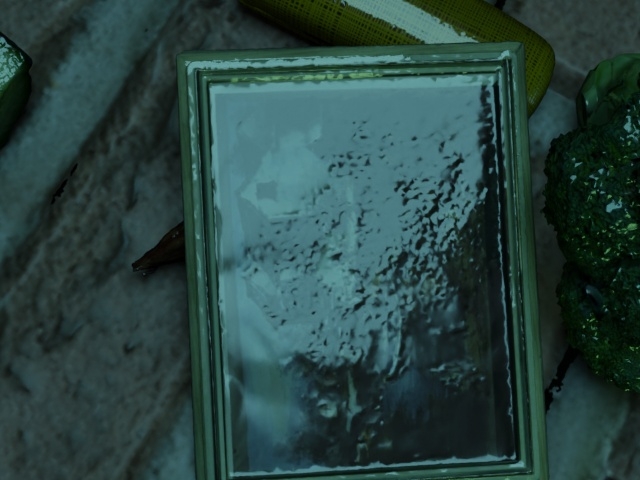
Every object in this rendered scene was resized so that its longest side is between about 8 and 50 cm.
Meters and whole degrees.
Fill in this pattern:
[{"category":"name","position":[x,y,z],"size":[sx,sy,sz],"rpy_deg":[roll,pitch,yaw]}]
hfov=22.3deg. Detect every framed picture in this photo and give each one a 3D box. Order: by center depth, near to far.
[{"category":"framed picture","position":[0.029,0.019,1.039],"size":[0.232,0.019,0.296],"rpy_deg":[-3,87,-7]}]

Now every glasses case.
[{"category":"glasses case","position":[0.052,-0.155,1.137],"size":[0.234,0.064,0.079],"rpy_deg":[26,75,4]}]

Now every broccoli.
[{"category":"broccoli","position":[0.244,-0.029,1.029],"size":[0.270,0.270,0.270],"rpy_deg":[-15,35,-11]}]

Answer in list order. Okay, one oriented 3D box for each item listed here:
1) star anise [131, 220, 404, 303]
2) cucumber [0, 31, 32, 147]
[{"category":"star anise","position":[0.001,-0.001,1.076],"size":[0.212,0.053,0.157],"rpy_deg":[-41,77,-20]},{"category":"cucumber","position":[-0.264,-0.102,1.085],"size":[0.115,0.062,0.116],"rpy_deg":[37,77,11]}]
